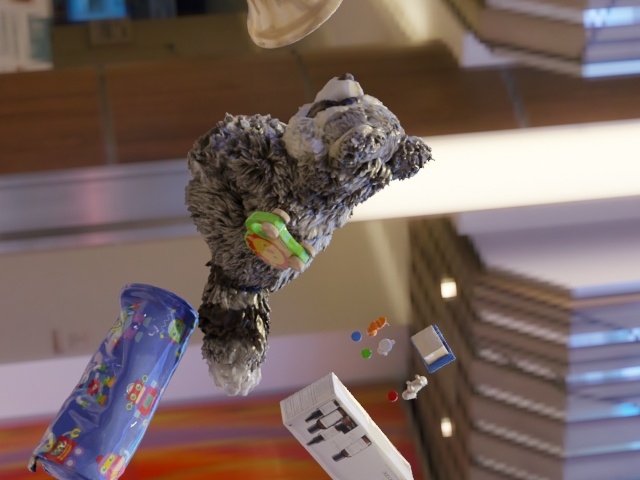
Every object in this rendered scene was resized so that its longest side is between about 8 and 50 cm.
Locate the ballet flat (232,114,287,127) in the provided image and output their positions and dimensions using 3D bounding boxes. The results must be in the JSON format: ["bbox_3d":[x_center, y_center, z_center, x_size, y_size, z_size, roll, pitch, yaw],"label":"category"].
[{"bbox_3d":[-0.040,-0.138,2.407,0.079,0.221,0.077,-61,169,-48],"label":"ballet flat"}]

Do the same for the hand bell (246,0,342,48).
[{"bbox_3d":[-0.087,-0.308,1.560,0.242,0.126,0.126,45,19,-37],"label":"hand bell"}]

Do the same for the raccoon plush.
[{"bbox_3d":[0.000,0.000,2.211,0.299,0.216,0.447,8,-71,40],"label":"raccoon plush"}]

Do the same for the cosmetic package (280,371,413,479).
[{"bbox_3d":[0.043,0.318,2.531,0.239,0.099,0.060,51,17,-31],"label":"cosmetic package"}]

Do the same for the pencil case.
[{"bbox_3d":[-0.283,0.206,2.253,0.119,0.133,0.306,44,64,-42],"label":"pencil case"}]

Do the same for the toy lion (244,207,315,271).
[{"bbox_3d":[-0.061,0.001,2.039,0.096,0.034,0.100,9,-36,46],"label":"toy lion"}]

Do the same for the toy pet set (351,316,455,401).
[{"bbox_3d":[0.125,0.165,2.348,0.122,0.114,0.065,60,2,26],"label":"toy pet set"}]
